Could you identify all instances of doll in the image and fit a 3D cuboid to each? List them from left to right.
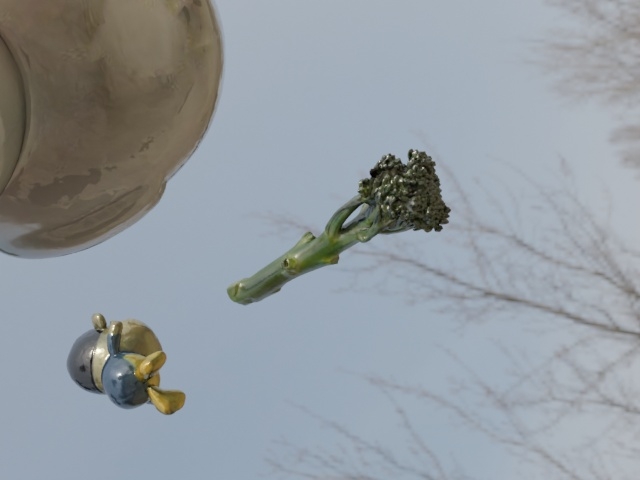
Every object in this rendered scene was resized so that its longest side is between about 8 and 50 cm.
[{"bbox_3d":[-0.171,-0.079,0.591,0.221,0.251,0.221,168,90,-90],"label":"doll"},{"bbox_3d":[-0.186,0.118,1.166,0.089,0.179,0.102,-38,-60,-30],"label":"doll"}]

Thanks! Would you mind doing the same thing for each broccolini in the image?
[{"bbox_3d":[0.001,0.002,0.914,0.067,0.216,0.058,58,-148,-5],"label":"broccolini"}]
